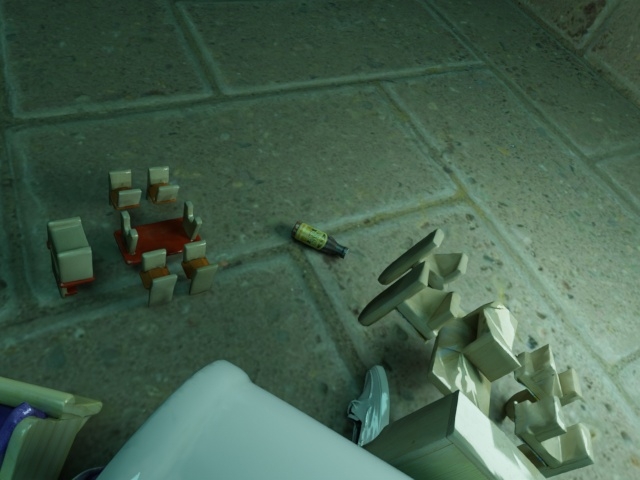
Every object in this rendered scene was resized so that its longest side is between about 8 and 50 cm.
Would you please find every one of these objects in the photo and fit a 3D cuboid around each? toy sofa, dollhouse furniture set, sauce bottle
[{"bbox_3d":[-0.402,0.332,0.441,0.150,0.177,0.363,14,71,0],"label":"toy sofa"},{"bbox_3d":[-0.357,0.009,0.789,0.259,0.135,0.262,-15,60,-36],"label":"dollhouse furniture set"},{"bbox_3d":[0.000,0.000,0.911,0.128,0.042,0.042,24,54,5],"label":"sauce bottle"},{"bbox_3d":[0.187,0.249,0.658,0.362,0.256,0.394,46,33,-1],"label":"dollhouse furniture set"}]

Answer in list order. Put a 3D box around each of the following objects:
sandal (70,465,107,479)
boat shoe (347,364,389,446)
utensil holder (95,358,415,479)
[{"bbox_3d":[-0.276,0.331,0.465,0.102,0.170,0.416,18,21,14],"label":"sandal"},{"bbox_3d":[0.077,0.303,0.713,0.063,0.066,0.184,12,64,-7],"label":"boat shoe"},{"bbox_3d":[-0.014,0.344,0.371,0.385,0.328,0.328,26,54,9],"label":"utensil holder"}]
